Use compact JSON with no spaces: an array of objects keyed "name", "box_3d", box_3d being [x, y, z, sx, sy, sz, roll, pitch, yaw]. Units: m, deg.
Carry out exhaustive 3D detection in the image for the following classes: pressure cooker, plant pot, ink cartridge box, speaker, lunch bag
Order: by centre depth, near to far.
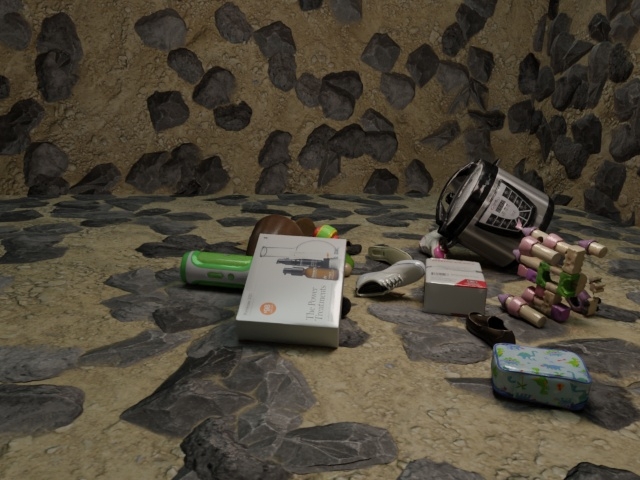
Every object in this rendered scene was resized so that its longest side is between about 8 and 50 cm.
[{"name":"lunch bag","box_3d":[0.532,0.324,1.307,0.219,0.090,0.176,6,16,11]},{"name":"ink cartridge box","box_3d":[0.460,0.158,1.859,0.197,0.114,0.273,5,16,10]},{"name":"speaker","box_3d":[-0.331,0.106,1.881,0.297,0.131,0.131,5,15,7]},{"name":"plant pot","box_3d":[-0.194,0.046,2.031,0.216,0.215,0.230,6,28,12]},{"name":"pressure cooker","box_3d":[0.704,-0.118,2.262,0.420,0.375,0.370,31,41,3]}]

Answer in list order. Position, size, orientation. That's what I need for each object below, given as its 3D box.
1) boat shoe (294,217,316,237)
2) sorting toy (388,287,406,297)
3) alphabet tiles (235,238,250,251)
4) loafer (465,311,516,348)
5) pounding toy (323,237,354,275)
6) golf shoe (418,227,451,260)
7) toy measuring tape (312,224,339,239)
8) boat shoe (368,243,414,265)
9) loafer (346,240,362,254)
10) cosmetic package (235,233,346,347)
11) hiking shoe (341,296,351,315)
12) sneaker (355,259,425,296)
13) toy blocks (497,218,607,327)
[{"name":"boat shoe","box_3d":[-0.161,-0.020,2.402,0.110,0.121,0.341,-33,-14,38]},{"name":"sorting toy","box_3d":[0.258,0.182,1.924,0.083,0.012,0.062,18,26,34]},{"name":"alphabet tiles","box_3d":[-0.201,0.030,2.405,0.343,0.011,0.285,15,19,38]},{"name":"loafer","box_3d":[0.508,0.254,1.581,0.080,0.078,0.220,-2,16,-18]},{"name":"pounding toy","box_3d":[0.048,0.058,2.160,0.183,0.110,0.237,4,15,4]},{"name":"golf shoe","box_3d":[0.508,0.033,2.401,0.140,0.115,0.306,-19,11,21]},{"name":"toy measuring tape","box_3d":[0.000,0.000,2.330,0.121,0.121,0.330,9,14,21]},{"name":"boat shoe","box_3d":[0.308,0.058,2.259,0.079,0.084,0.233,-10,17,-39]},{"name":"loafer","box_3d":[0.129,0.031,2.366,0.062,0.061,0.170,13,17,35]},{"name":"cosmetic package","box_3d":[-0.074,0.137,1.603,0.285,0.097,0.377,2,40,5]},{"name":"hiking shoe","box_3d":[-0.021,0.201,1.710,0.227,0.086,0.114,8,2,-6]},{"name":"sneaker","box_3d":[0.240,0.144,1.850,0.258,0.094,0.091,-21,23,23]},{"name":"toy blocks","box_3d":[0.751,0.099,1.801,0.309,0.288,0.260,-8,24,-25]}]
